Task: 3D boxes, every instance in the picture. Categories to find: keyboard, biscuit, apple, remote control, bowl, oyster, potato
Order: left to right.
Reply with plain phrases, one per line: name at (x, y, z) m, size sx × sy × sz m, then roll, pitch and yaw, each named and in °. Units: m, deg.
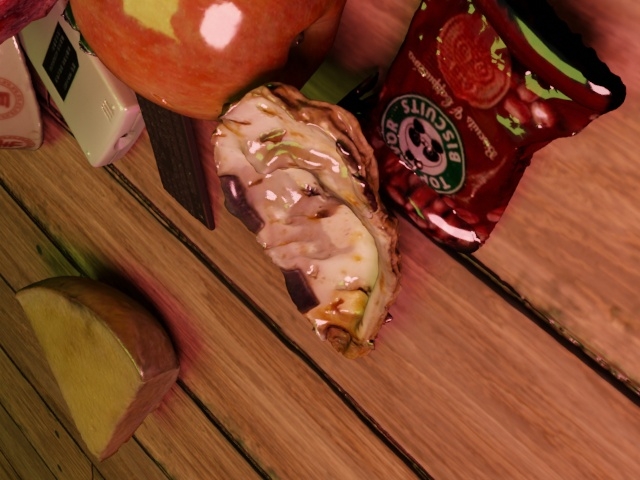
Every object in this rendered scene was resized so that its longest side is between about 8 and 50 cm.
bowl at (-0.497, -0.241, 1.066) m, size 0.337 × 0.158 × 0.337 m, roll 42°, pitch 148°, yaw 34°
remote control at (-0.301, -0.256, 0.945) m, size 0.344 × 0.050 × 0.145 m, roll 60°, pitch 145°, yaw 5°
potato at (-0.252, 0.154, 1.103) m, size 0.255 × 0.112 × 0.269 m, roll -12°, pitch 106°, yaw 50°
keyboard at (-0.148, -0.152, 0.778) m, size 0.103 × 0.041 × 0.381 m, roll 40°, pitch 148°, yaw 28°
apple at (-0.074, -0.178, 0.599) m, size 0.174 × 0.188 × 0.188 m, roll 36°, pitch 138°, yaw 14°
oyster at (0.003, 0.000, 0.658) m, size 0.129 × 0.078 × 0.345 m, roll 8°, pitch 149°, yaw 17°
biscuit at (0.090, -0.089, 0.552) m, size 0.151 × 0.063 × 0.235 m, roll 55°, pitch 152°, yaw 12°

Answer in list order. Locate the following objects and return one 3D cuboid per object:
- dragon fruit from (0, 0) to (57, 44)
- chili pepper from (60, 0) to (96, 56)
dragon fruit at (-0.373, -0.313, 0.769) m, size 0.291 × 0.250 × 0.269 m, roll 46°, pitch 157°, yaw -11°
chili pepper at (-0.178, -0.261, 0.785) m, size 0.227 × 0.059 × 0.088 m, roll -37°, pitch 80°, yaw 52°
